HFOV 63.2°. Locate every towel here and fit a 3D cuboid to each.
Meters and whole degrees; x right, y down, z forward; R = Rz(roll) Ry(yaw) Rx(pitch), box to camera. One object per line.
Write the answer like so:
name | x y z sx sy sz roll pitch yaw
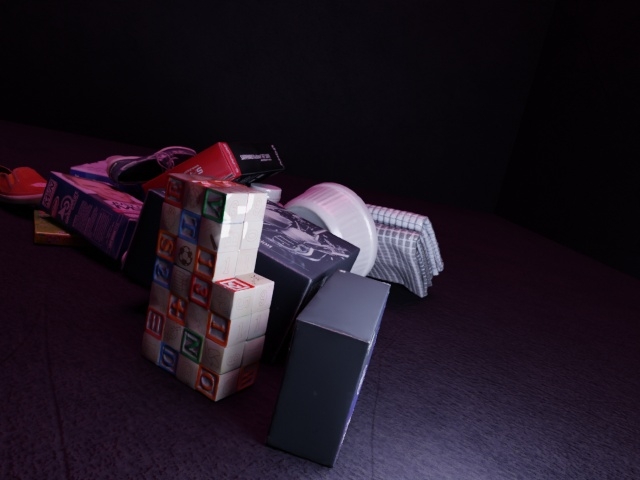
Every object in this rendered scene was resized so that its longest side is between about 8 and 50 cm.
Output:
towel | 0.187 0.028 1.407 0.235 0.121 0.283 12 -28 29

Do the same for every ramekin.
ramekin | 0.000 0.000 1.303 0.273 0.272 0.127 22 29 35

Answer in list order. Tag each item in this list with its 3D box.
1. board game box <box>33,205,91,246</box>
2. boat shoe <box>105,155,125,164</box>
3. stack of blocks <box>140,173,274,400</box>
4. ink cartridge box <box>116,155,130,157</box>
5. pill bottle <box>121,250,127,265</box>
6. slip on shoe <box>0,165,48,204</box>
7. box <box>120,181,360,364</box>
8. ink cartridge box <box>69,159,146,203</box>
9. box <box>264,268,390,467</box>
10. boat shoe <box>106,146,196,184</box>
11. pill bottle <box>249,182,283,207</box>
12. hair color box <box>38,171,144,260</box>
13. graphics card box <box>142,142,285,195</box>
board game box | -0.665 -0.040 1.336 0.124 0.039 0.259 5 17 -31
boat shoe | -0.560 -0.216 1.518 0.125 0.038 0.046 6 56 -3
stack of blocks | -0.163 0.062 0.783 0.171 0.296 0.087 19 14 31
ink cartridge box | -0.670 -0.231 1.887 0.218 0.092 0.158 6 29 7
pill bottle | -0.367 0.058 1.121 0.120 0.066 0.067 18 15 23
slip on shoe | -0.817 -0.152 1.445 0.332 0.101 0.123 11 7 25
box | -0.141 0.036 1.036 0.344 0.178 0.312 28 16 13
ink cartridge box | -0.576 -0.142 1.587 0.396 0.151 0.270 14 14 0
box | 0.022 0.167 0.764 0.103 0.184 0.261 14 14 10
boat shoe | -0.451 -0.202 1.436 0.255 0.095 0.079 -12 34 -35
pill bottle | -0.165 -0.041 1.392 0.118 0.214 0.117 11 14 -3
hair color box | -0.517 -0.058 1.285 0.347 0.105 0.174 25 8 31
graphics card box | -0.259 -0.167 1.354 0.233 0.094 0.371 -25 2 18
